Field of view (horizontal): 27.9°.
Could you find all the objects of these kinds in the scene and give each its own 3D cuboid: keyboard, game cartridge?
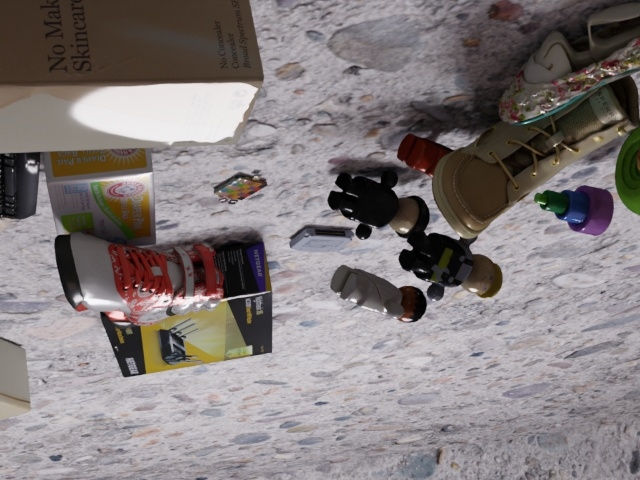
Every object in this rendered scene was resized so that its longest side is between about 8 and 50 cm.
[{"bbox_3d":[-0.387,-0.098,1.310,0.202,0.033,0.317,12,155,-8],"label":"keyboard"},{"bbox_3d":[0.000,0.000,1.838,0.083,0.017,0.056,4,151,-34],"label":"game cartridge"}]

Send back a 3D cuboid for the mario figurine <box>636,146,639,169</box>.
[{"bbox_3d":[0.458,-0.201,1.368,0.170,0.198,0.320,28,126,-11],"label":"mario figurine"}]

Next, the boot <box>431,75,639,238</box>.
[{"bbox_3d":[0.251,-0.107,1.472,0.203,0.095,0.262,-29,-175,35],"label":"boot"}]

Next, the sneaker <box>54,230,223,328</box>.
[{"bbox_3d":[-0.192,0.034,1.436,0.145,0.090,0.270,-13,165,4],"label":"sneaker"}]

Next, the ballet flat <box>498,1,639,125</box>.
[{"bbox_3d":[0.292,-0.206,1.398,0.241,0.091,0.077,-24,125,20],"label":"ballet flat"}]

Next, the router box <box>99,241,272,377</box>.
[{"bbox_3d":[-0.196,0.109,1.926,0.243,0.081,0.309,-9,159,-5],"label":"router box"}]

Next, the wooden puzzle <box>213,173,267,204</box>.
[{"bbox_3d":[-0.102,-0.066,1.629,0.083,0.006,0.049,-27,154,36],"label":"wooden puzzle"}]

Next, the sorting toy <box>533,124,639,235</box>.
[{"bbox_3d":[0.388,-0.114,1.619,0.126,0.127,0.365,11,150,-22],"label":"sorting toy"}]

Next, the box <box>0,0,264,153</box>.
[{"bbox_3d":[-0.221,-0.165,1.130,0.311,0.148,0.121,-5,157,-19],"label":"box"}]

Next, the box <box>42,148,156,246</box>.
[{"bbox_3d":[-0.241,-0.072,1.411,0.114,0.103,0.203,-8,159,-9],"label":"box"}]

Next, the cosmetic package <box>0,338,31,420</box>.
[{"bbox_3d":[-0.581,0.196,1.913,0.160,0.113,0.309,-17,159,16],"label":"cosmetic package"}]

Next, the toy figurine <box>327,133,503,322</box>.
[{"bbox_3d":[0.122,-0.007,1.609,0.148,0.209,0.213,19,146,-35],"label":"toy figurine"}]
